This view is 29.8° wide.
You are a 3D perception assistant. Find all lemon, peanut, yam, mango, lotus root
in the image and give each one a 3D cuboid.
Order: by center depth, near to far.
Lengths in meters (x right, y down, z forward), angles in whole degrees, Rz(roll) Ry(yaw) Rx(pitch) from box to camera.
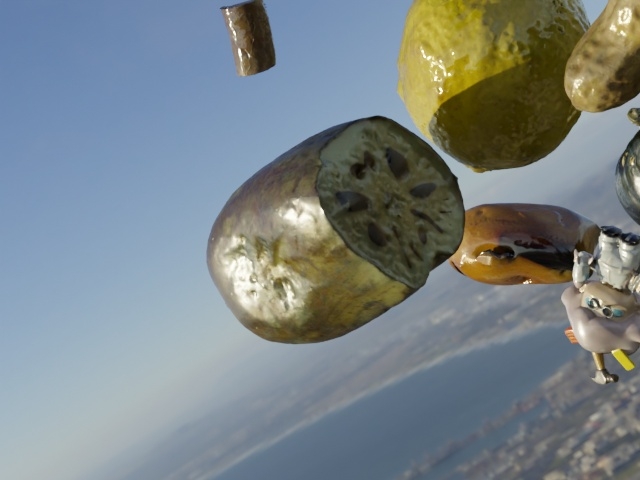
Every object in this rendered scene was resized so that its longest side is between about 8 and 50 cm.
[{"bbox_3d":[0.336,-0.230,1.264,0.108,0.095,0.226,5,-54,-52],"label":"peanut"},{"bbox_3d":[0.000,0.000,1.518,0.250,0.250,0.346,-30,-3,-41],"label":"lotus root"},{"bbox_3d":[0.235,-0.236,1.616,0.268,0.268,0.321,-31,-33,-30],"label":"lemon"},{"bbox_3d":[-0.123,-0.359,2.109,0.084,0.127,0.084,-13,17,4],"label":"yam"},{"bbox_3d":[0.377,0.010,2.252,0.287,0.152,0.201,3,-21,13],"label":"mango"}]

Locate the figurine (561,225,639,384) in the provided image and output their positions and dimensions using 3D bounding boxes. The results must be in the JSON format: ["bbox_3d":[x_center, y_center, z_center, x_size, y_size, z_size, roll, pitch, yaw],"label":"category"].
[{"bbox_3d":[0.401,0.083,1.674,0.112,0.137,0.228,-38,-41,-47],"label":"figurine"}]

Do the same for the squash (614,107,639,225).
[{"bbox_3d":[0.399,-0.085,1.269,0.193,0.156,0.193,-19,-36,-15],"label":"squash"}]
